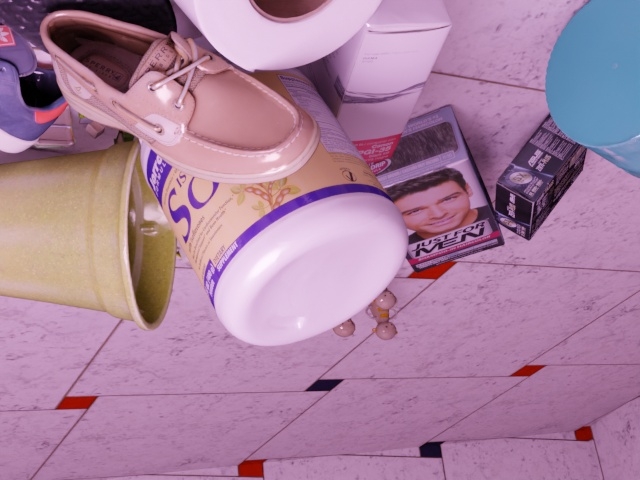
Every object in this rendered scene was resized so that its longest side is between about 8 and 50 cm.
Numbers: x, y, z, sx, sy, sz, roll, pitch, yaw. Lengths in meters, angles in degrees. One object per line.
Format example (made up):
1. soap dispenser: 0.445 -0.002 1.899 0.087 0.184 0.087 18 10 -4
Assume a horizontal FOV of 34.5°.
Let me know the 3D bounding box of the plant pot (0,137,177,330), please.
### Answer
1. plant pot: -0.355 -0.014 1.439 0.254 0.276 0.276 0 154 5

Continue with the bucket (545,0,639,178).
1. bucket: 0.480 -0.233 1.516 0.183 0.281 0.281 14 143 -41

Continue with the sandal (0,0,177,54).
1. sandal: -0.346 -0.330 1.145 0.446 0.107 0.167 24 137 -33

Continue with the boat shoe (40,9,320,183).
1. boat shoe: -0.161 -0.158 1.104 0.341 0.121 0.110 20 155 22

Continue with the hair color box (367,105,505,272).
1. hair color box: 0.199 -0.079 1.848 0.185 0.113 0.374 -19 152 12

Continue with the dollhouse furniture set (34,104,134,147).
1. dollhouse furniture set: -0.350 -0.153 1.489 0.152 0.076 0.058 -1 150 -26

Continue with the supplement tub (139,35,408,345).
1. supplement tub: -0.071 -0.067 1.240 0.241 0.331 0.241 -23 149 -15

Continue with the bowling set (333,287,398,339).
1. bowling set: 0.072 0.097 2.083 0.287 0.154 0.200 4 149 -31

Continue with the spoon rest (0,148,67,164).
1. spoon rest: -0.464 -0.098 1.564 0.276 0.084 0.137 10 146 -14

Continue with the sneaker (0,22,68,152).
1. sneaker: -0.445 -0.229 1.262 0.148 0.131 0.350 -32 154 20

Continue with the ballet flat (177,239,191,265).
1. ballet flat: -0.253 -0.002 1.825 0.077 0.077 0.231 -22 152 18

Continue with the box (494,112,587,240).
1. box: 0.385 -0.113 1.803 0.180 0.078 0.147 -51 158 -15

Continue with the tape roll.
1. tape roll: -0.059 -0.327 1.095 0.246 0.169 0.246 -22 139 -20

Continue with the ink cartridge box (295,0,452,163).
1. ink cartridge box: 0.050 -0.258 1.324 0.117 0.207 0.283 -7 153 -17
